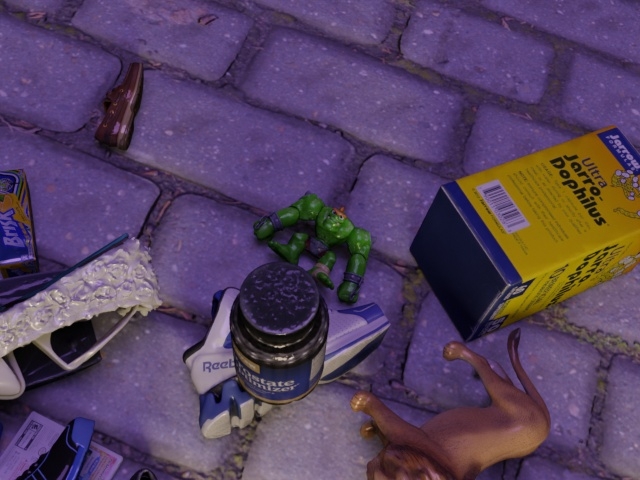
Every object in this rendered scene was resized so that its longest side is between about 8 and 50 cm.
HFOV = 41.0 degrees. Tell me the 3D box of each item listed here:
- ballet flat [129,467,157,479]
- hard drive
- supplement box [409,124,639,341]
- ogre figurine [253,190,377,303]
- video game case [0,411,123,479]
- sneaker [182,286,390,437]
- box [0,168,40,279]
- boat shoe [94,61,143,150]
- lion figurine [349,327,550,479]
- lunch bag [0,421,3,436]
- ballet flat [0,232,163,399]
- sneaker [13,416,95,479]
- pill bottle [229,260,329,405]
[{"bbox_3d":[-0.233,0.380,1.101,0.057,0.049,0.173,-1,59,-11],"label":"ballet flat"},{"bbox_3d":[-0.451,0.142,1.201,0.254,0.054,0.172,-14,63,-20],"label":"hard drive"},{"bbox_3d":[0.359,-0.015,1.382,0.356,0.194,0.195,-20,64,-22],"label":"supplement box"},{"bbox_3d":[0.000,0.000,1.365,0.197,0.097,0.118,30,75,25],"label":"ogre figurine"},{"bbox_3d":[-0.363,0.324,1.128,0.143,0.019,0.157,26,56,4],"label":"video game case"},{"bbox_3d":[-0.066,0.134,1.243,0.315,0.127,0.182,-24,68,-22],"label":"sneaker"},{"bbox_3d":[-0.464,-0.023,1.298,0.054,0.059,0.169,-10,61,-15],"label":"box"},{"bbox_3d":[-0.339,-0.235,1.454,0.060,0.064,0.178,11,60,-7],"label":"boat shoe"},{"bbox_3d":[0.199,0.276,1.175,0.392,0.142,0.240,-29,45,-18],"label":"lion figurine"},{"bbox_3d":[-0.456,0.253,1.109,0.065,0.098,0.067,4,58,12],"label":"lunch bag"},{"bbox_3d":[-0.381,0.127,1.120,0.408,0.147,0.147,-29,68,-28],"label":"ballet flat"},{"bbox_3d":[-0.362,0.320,1.070,0.090,0.081,0.232,23,57,-6],"label":"sneaker"},{"bbox_3d":[-0.051,0.116,1.068,0.122,0.219,0.123,1,61,-2],"label":"pill bottle"}]
